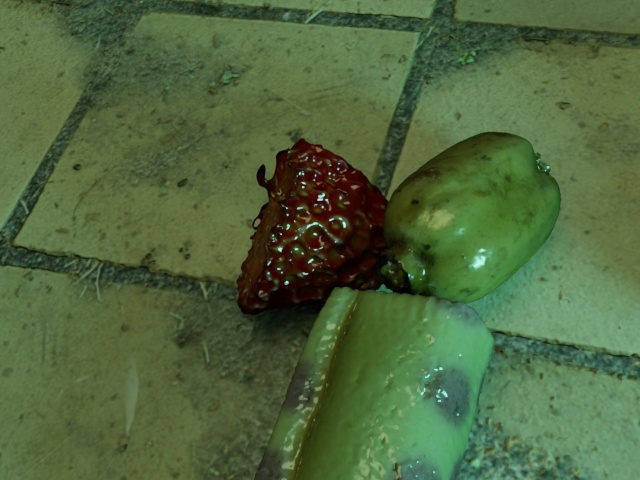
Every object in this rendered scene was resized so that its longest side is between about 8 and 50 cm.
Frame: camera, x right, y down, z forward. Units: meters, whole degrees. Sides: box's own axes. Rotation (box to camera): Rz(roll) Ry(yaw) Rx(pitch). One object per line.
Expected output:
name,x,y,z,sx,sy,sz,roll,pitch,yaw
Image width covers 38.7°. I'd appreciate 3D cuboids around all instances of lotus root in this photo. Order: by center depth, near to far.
lotus root,0.167,-0.025,1.034,0.284,0.146,0.160,-35,69,-32

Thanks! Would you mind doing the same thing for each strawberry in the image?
strawberry,0.000,0.000,1.091,0.178,0.234,0.234,19,56,-11

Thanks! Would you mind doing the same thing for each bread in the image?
bread,0.047,0.215,0.914,0.187,0.155,0.338,4,57,27
